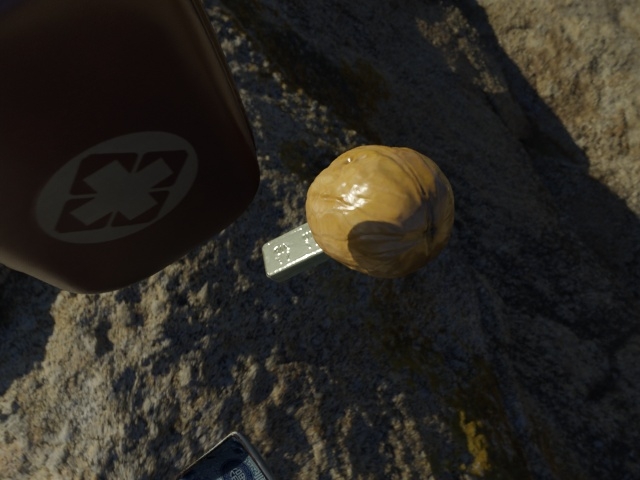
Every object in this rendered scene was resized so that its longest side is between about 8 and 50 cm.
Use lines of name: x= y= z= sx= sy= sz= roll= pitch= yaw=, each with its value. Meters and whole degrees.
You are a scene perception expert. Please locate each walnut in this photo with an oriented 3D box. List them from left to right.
walnut: x=0.083 y=-0.045 z=0.790 sx=0.195 sy=0.221 sz=0.195 roll=-7 pitch=102 yaw=-34

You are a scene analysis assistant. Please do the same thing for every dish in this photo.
dish: x=-0.197 y=0.551 z=1.246 sx=0.182 sy=0.243 sz=0.080 roll=52 pitch=24 yaw=9

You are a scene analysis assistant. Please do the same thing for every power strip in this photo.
power strip: x=0.000 y=0.000 z=1.228 sx=0.053 sy=0.288 sz=0.093 roll=36 pitch=34 yaw=-51

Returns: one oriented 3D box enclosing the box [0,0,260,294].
box: x=-0.188 y=-0.079 z=0.449 sx=0.263 sy=0.404 sz=0.108 roll=-33 pitch=70 yaw=-6
